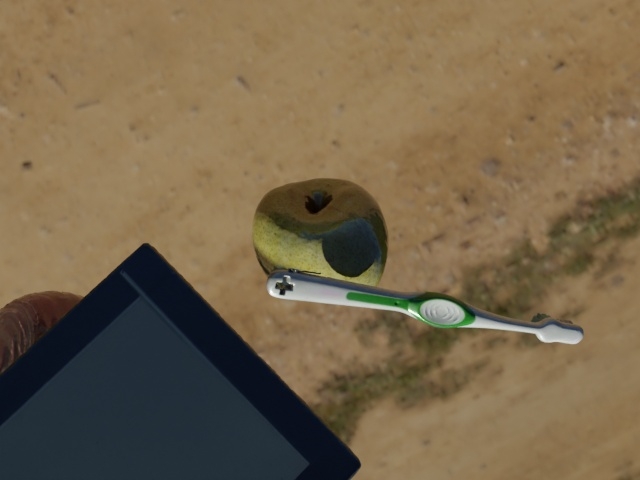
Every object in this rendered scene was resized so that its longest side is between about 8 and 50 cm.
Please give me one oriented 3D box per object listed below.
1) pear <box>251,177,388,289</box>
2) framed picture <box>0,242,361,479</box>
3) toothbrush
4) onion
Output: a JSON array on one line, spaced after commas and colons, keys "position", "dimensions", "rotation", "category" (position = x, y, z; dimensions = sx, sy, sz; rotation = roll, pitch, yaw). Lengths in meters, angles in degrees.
[{"position": [0.000, 0.000, 1.699], "dimensions": [0.167, 0.167, 0.137], "rotation": [-13, 132, -10], "category": "pear"}, {"position": [-0.169, 0.204, 1.099], "dimensions": [0.347, 0.265, 0.016], "rotation": [-45, -179, -20], "category": "framed picture"}, {"position": [0.132, 0.081, 1.658], "dimensions": [0.417, 0.040, 0.042], "rotation": [10, 105, -24], "category": "toothbrush"}, {"position": [-0.400, 0.206, 2.177], "dimensions": [0.230, 0.272, 0.256], "rotation": [-50, 156, -5], "category": "onion"}]
